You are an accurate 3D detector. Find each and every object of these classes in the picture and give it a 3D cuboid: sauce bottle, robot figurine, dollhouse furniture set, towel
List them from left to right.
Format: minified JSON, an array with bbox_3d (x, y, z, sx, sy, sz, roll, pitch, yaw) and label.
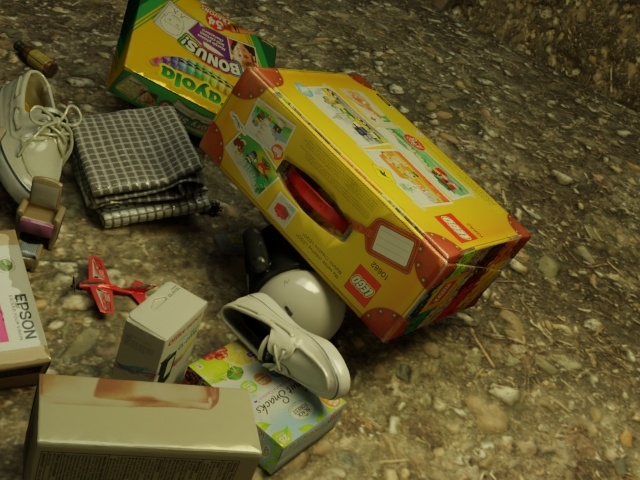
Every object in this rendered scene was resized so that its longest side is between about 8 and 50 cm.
[{"bbox_3d":[-0.583,-0.035,1.515,0.286,0.198,0.303,15,33,-10],"label":"dollhouse furniture set"},{"bbox_3d":[-0.672,-0.431,2.195,0.128,0.042,0.042,38,36,22],"label":"sauce bottle"},{"bbox_3d":[-0.368,-0.160,1.861,0.235,0.121,0.284,-10,42,-22],"label":"towel"},{"bbox_3d":[-0.051,0.075,1.691,0.209,0.173,0.278,8,34,-16],"label":"robot figurine"}]

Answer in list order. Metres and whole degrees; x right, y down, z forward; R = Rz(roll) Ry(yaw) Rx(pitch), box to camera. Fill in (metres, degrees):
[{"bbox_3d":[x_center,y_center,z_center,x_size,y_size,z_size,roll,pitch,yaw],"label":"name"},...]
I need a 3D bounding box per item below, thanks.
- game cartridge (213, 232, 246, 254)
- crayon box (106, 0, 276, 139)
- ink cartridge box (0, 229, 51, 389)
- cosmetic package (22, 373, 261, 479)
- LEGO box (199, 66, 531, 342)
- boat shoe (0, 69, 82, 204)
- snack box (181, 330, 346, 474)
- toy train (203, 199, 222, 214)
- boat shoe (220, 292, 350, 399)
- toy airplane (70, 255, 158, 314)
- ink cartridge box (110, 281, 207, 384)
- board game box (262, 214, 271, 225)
[{"bbox_3d":[-0.167,0.007,1.867,0.083,0.017,0.056,-4,44,-34],"label":"game cartridge"},{"bbox_3d":[-0.282,-0.396,2.137,0.363,0.106,0.313,25,47,-27],"label":"crayon box"},{"bbox_3d":[-0.525,0.106,1.377,0.193,0.088,0.235,-7,62,-35],"label":"ink cartridge box"},{"bbox_3d":[-0.248,0.284,1.282,0.296,0.153,0.129,9,35,-21],"label":"cosmetic package"},{"bbox_3d":[0.089,-0.087,1.706,0.500,0.193,0.372,46,28,20],"label":"LEGO box"},{"bbox_3d":[-0.535,-0.209,1.798,0.136,0.156,0.367,39,19,-43],"label":"boat shoe"},{"bbox_3d":[-0.092,0.252,1.496,0.207,0.070,0.174,37,34,20],"label":"snack box"},{"bbox_3d":[-0.280,-0.080,1.921,0.158,0.027,0.036,10,22,-17],"label":"toy train"},{"bbox_3d":[-0.063,0.176,1.489,0.084,0.095,0.258,-13,34,-43],"label":"boat shoe"},{"bbox_3d":[-0.360,0.083,1.628,0.151,0.028,0.151,16,34,-11],"label":"toy airplane"},{"bbox_3d":[-0.251,0.170,1.425,0.072,0.175,0.127,28,33,11],"label":"ink cartridge box"},{"bbox_3d":[0.020,-0.101,2.016,0.275,0.142,0.144,1,37,-30],"label":"board game box"}]
